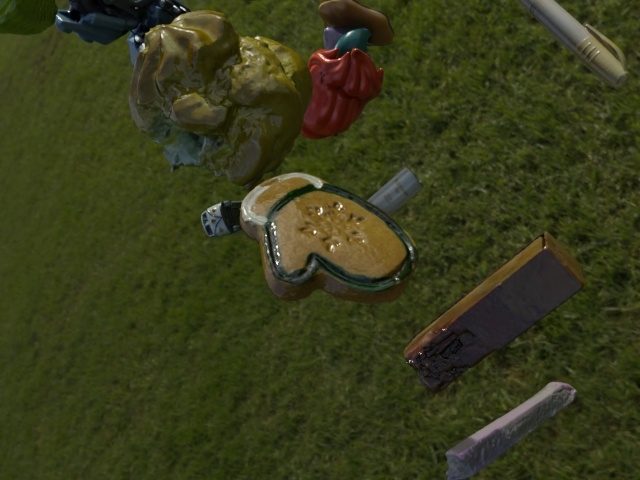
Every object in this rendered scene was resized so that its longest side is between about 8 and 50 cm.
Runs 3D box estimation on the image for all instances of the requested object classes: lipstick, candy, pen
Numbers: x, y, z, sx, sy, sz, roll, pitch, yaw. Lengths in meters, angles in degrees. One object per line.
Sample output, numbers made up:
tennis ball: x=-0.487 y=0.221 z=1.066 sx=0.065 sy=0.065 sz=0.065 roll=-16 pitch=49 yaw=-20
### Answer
lipstick: x=0.092 y=-0.042 z=1.365 sx=0.264 sy=0.059 sz=0.059 roll=-41 pitch=42 yaw=8
candy: x=-0.423 y=-0.332 z=0.947 sx=0.096 sy=0.097 sz=0.209 roll=-62 pitch=7 yaw=9
pen: x=0.299 y=-0.273 z=0.837 sx=0.040 sy=0.032 sz=0.233 roll=-53 pitch=58 yaw=35

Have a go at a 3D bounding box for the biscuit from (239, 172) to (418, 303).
biscuit: x=0.000 y=-0.002 z=1.217 sx=0.344 sy=0.287 sz=0.057 roll=33 pitch=137 yaw=20

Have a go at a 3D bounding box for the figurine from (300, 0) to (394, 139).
figurine: x=0.040 y=-0.338 z=1.346 sx=0.208 sy=0.181 sz=0.257 roll=6 pitch=72 yaw=33

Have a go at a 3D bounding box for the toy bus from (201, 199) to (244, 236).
toy bus: x=-0.226 y=-0.052 z=1.679 sx=0.089 sy=0.194 sz=0.087 roll=-19 pitch=89 yaw=17

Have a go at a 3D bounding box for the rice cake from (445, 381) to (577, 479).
rice cake: x=0.437 y=0.423 z=1.543 sx=0.070 sy=0.399 sz=0.064 roll=-29 pitch=85 yaw=61

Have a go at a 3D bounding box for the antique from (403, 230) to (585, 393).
antique: x=0.264 y=0.122 z=1.070 sx=0.310 sy=0.087 sz=0.093 roll=-44 pitch=0 yaw=24

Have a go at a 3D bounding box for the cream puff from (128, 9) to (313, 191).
cream puff: x=-0.119 y=-0.170 z=0.755 sx=0.221 sy=0.195 sz=0.194 roll=15 pitch=85 yaw=46

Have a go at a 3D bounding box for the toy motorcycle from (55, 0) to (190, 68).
toy motorcycle: x=-0.350 y=-0.399 z=1.363 sx=0.172 sy=0.416 sz=0.232 roll=45 pitch=107 yaw=27
